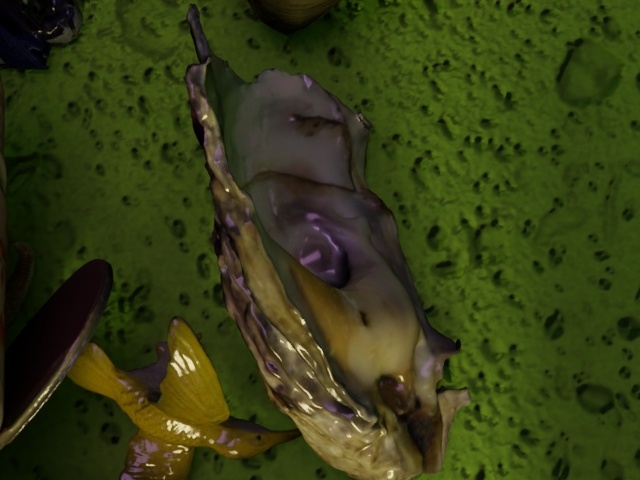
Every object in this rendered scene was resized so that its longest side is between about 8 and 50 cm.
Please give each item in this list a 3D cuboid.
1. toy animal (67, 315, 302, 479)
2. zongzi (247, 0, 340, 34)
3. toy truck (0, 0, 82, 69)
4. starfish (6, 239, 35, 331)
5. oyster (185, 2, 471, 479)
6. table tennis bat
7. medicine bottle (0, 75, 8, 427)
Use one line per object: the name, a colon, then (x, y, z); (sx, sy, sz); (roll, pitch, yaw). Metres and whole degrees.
toy animal: (-0.086, 0.104, 0.490); (0.155, 0.219, 0.095); (0, 47, -32)
zongzi: (0.013, -0.345, 0.605); (0.274, 0.145, 0.300); (-29, 64, -8)
toy truck: (-0.284, -0.290, 0.623); (0.156, 0.124, 0.267); (3, 73, 12)
starfish: (-0.317, 0.095, 0.535); (0.138, 0.050, 0.247); (20, 61, 13)
oyster: (-0.009, 0.003, 0.473); (0.100, 0.275, 0.271); (-22, 47, 40)
table tennis bat: (-0.218, 0.108, 0.499); (0.022, 0.131, 0.234); (38, 95, -27)
medicine bottle: (-0.296, 0.010, 0.437); (0.202, 0.202, 0.315); (-15, 57, 1)
